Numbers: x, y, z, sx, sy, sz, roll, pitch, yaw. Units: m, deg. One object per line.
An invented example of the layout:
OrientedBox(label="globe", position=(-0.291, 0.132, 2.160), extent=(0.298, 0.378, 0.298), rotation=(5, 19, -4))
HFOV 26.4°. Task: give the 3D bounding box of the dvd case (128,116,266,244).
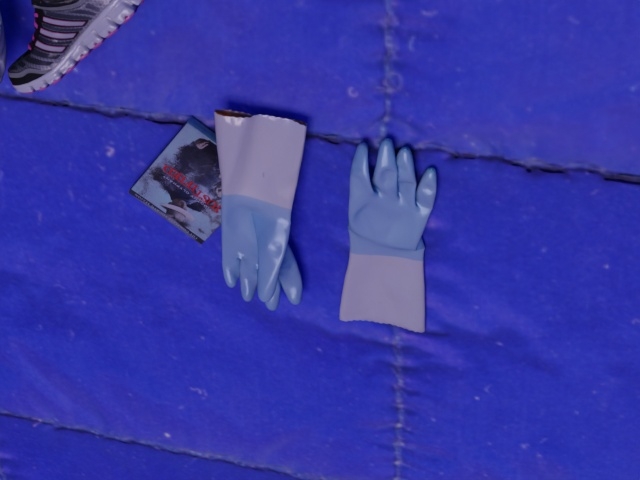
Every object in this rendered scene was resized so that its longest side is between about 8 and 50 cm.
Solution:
OrientedBox(label="dvd case", position=(-0.112, -0.052, 1.237), extent=(0.087, 0.013, 0.119), rotation=(37, 136, -12))

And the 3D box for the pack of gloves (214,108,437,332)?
OrientedBox(label="pack of gloves", position=(0.000, 0.000, 1.204), extent=(0.195, 0.046, 0.232), rotation=(10, 135, 9))

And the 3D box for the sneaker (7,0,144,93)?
OrientedBox(label="sneaker", position=(-0.213, -0.185, 1.121), extent=(0.075, 0.063, 0.170), rotation=(45, 131, -16))

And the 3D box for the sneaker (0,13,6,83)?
OrientedBox(label="sneaker", position=(-0.393, -0.200, 1.158), extent=(0.275, 0.107, 0.110), rotation=(31, 156, 4))
